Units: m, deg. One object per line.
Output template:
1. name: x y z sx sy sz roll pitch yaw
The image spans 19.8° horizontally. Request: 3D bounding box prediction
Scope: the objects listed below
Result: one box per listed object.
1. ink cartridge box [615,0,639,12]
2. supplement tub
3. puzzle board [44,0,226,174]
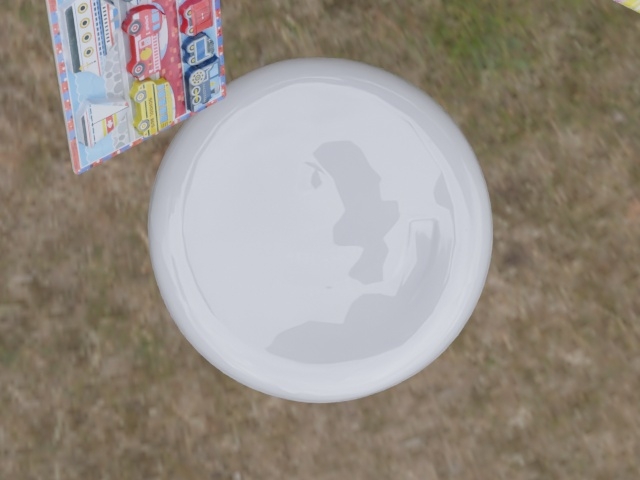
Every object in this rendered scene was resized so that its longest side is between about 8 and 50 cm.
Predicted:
1. ink cartridge box: 0.208 -0.211 0.952 0.353 0.207 0.119 21 137 -22
2. supplement tub: 0.000 0.000 1.328 0.228 0.316 0.228 0 86 0
3. puzzle board: -0.088 -0.099 0.906 0.096 0.011 0.128 -31 141 -27
